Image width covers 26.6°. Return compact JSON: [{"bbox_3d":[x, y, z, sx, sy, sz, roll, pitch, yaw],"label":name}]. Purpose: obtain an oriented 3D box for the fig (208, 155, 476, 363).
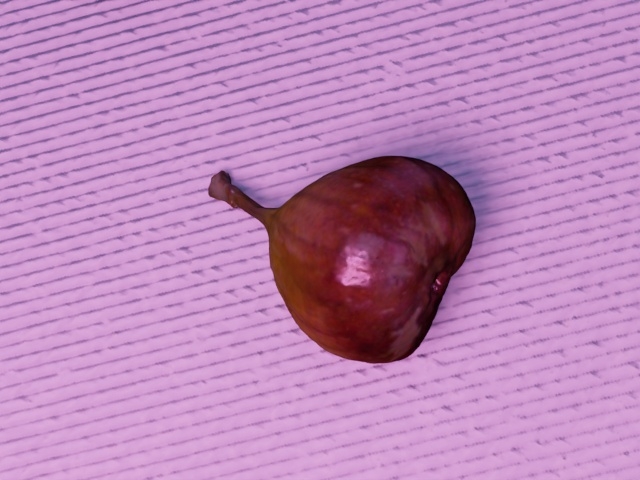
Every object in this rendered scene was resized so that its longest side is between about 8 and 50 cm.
[{"bbox_3d":[0.015,0.007,1.052,0.143,0.231,0.160,27,81,-32],"label":"fig"}]
